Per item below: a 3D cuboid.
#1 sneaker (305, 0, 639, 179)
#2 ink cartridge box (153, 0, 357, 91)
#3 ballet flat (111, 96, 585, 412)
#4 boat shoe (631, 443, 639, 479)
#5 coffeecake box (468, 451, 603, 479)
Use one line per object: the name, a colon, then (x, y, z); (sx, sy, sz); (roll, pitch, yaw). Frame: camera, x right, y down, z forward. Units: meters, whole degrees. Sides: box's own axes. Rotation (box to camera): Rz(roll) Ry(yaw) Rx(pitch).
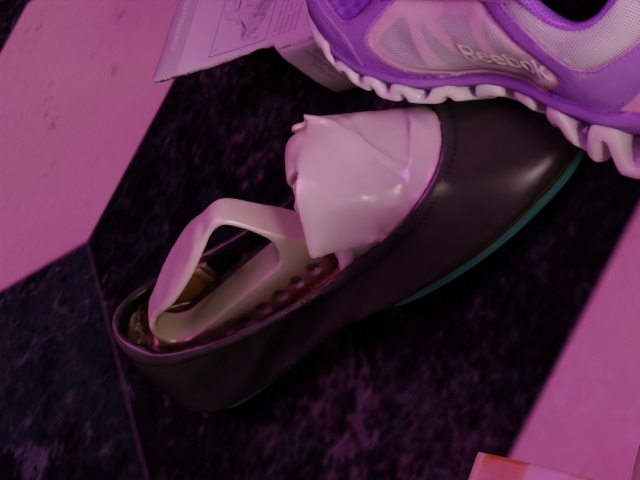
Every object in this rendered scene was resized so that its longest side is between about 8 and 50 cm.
sneaker: (0.082, -0.111, 0.697); (0.236, 0.104, 0.095); (22, 64, 39)
ink cartridge box: (0.027, -0.218, 0.936); (0.239, 0.060, 0.275); (-10, 58, 48)
ballet flat: (0.000, 0.000, 0.779); (0.280, 0.096, 0.095); (-38, 39, 28)
boat shoe: (0.232, 0.094, 0.372); (0.341, 0.121, 0.110); (11, 72, 41)
coffeecake box: (0.114, 0.163, 0.543); (0.185, 0.068, 0.142); (5, 70, 53)
